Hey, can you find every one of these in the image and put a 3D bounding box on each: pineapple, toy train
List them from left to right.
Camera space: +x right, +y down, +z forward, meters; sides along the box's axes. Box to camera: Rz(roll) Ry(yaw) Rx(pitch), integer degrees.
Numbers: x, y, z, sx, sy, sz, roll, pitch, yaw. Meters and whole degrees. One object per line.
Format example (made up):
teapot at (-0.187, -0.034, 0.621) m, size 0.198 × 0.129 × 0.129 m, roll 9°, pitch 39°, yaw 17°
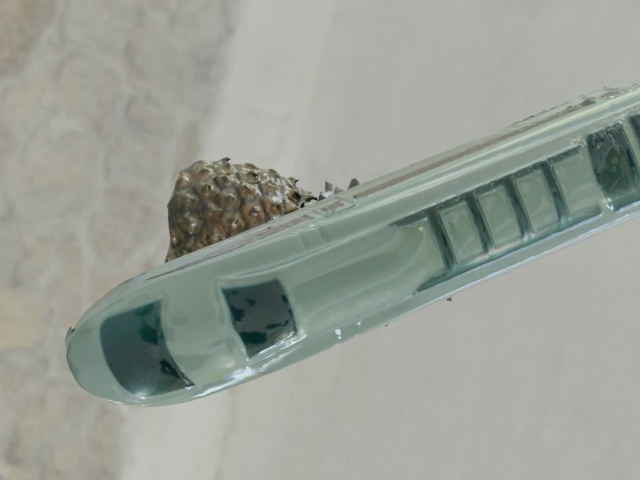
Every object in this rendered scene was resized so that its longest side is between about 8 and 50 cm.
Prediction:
pineapple at (0.000, 0.000, 1.272) m, size 0.125 × 0.251 × 0.125 m, roll 5°, pitch 90°, yaw -76°
toy train at (0.038, 0.010, 1.003) m, size 0.088 × 0.407 × 0.086 m, roll -153°, pitch -138°, yaw -74°

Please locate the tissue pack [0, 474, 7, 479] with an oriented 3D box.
tissue pack at (-0.363, 0.212, 1.180) m, size 0.239 × 0.305 × 0.238 m, roll -9°, pitch -121°, yaw 16°
